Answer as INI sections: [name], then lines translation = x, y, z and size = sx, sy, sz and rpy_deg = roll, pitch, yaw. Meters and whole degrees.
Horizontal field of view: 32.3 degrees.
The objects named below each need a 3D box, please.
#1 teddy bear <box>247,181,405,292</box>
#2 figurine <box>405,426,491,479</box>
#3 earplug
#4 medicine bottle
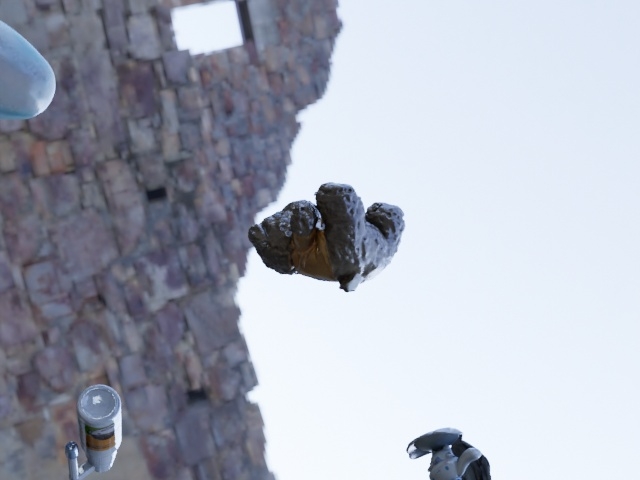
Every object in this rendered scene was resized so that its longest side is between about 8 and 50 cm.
[teddy bear]
translation = 0.000, 0.000, 1.504
size = 0.190, 0.177, 0.140
rpy_deg = 2, -99, 32
[figurine]
translation = 0.151, 0.259, 1.259
size = 0.094, 0.082, 0.086
rpy_deg = -38, -119, 39
[earplug]
translation = -0.517, -0.256, 1.499
size = 0.185, 0.324, 0.185
rpy_deg = -155, -90, -89
[medicine bottle]
translation = -0.329, 0.289, 1.586
size = 0.061, 0.092, 0.220
rpy_deg = 44, -29, 17
